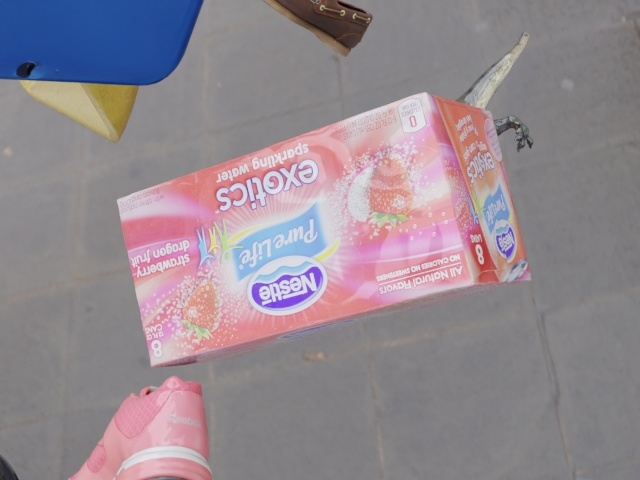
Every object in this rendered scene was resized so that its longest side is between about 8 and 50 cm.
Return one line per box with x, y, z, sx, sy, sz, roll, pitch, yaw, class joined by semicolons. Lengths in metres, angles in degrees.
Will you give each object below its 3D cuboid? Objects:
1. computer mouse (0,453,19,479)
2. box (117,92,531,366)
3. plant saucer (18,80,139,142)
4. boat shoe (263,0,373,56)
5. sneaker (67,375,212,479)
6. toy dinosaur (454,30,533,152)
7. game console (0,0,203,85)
-0.301;0.135;0.880;0.242;0.071;0.041;38;63;21;computer mouse
0.000;0.000;0.957;0.299;0.142;0.154;-16;83;27;box
-0.270;-0.264;0.991;0.081;0.333;0.332;-35;26;-14;plant saucer
-0.012;-0.314;1.519;0.073;0.207;0.073;-49;53;16;boat shoe
-0.191;0.234;1.263;0.314;0.115;0.136;-35;43;54;sneaker
0.184;-0.134;1.407;0.268;0.064;0.118;-43;58;4;toy dinosaur
-0.192;-0.244;0.677;0.173;0.293;0.250;-31;71;42;game console
